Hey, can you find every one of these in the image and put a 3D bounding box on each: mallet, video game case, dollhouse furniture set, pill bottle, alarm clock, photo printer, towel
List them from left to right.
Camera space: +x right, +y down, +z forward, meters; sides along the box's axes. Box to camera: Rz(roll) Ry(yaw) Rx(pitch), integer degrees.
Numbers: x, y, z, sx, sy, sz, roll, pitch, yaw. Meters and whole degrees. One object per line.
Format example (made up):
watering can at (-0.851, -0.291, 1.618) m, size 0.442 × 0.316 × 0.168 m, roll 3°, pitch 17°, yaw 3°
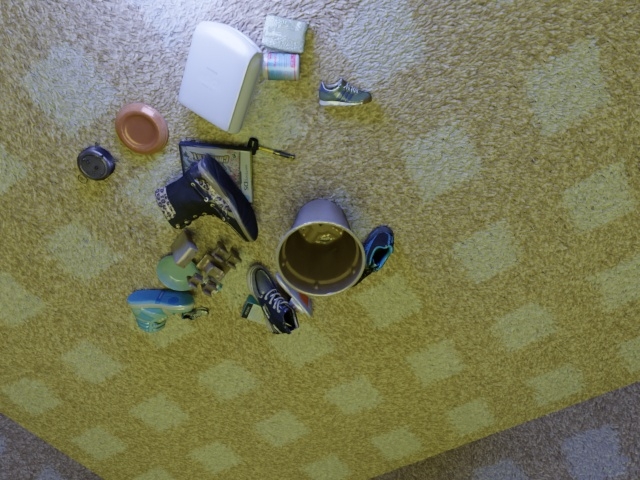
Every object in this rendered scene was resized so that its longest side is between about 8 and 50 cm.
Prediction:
alarm clock at (-0.893, -0.287, 1.724) m, size 0.192 × 0.064 × 0.129 m, roll -37°, pitch 114°, yaw 24°
dollhouse furniture set at (-0.507, 0.082, 1.898) m, size 0.212 × 0.161 × 0.242 m, roll -49°, pitch 127°, yaw 5°
video game case at (-0.403, -0.260, 1.726) m, size 0.274 × 0.035 × 0.249 m, roll 5°, pitch 130°, yaw -1°
photo printer at (-0.336, -0.557, 1.485) m, size 0.255 × 0.107 × 0.308 m, roll 34°, pitch 119°, yaw 12°
mallet at (-0.194, -0.337, 1.706) m, size 0.189 × 0.039 × 0.062 m, roll 19°, pitch 121°, yaw -16°
pill bottle at (-0.151, -0.598, 1.515) m, size 0.159 × 0.087 × 0.087 m, roll 1°, pitch 121°, yaw -1°
towel at (-0.120, -0.689, 1.475) m, size 0.147 × 0.027 × 0.110 m, roll 10°, pitch 100°, yaw -1°

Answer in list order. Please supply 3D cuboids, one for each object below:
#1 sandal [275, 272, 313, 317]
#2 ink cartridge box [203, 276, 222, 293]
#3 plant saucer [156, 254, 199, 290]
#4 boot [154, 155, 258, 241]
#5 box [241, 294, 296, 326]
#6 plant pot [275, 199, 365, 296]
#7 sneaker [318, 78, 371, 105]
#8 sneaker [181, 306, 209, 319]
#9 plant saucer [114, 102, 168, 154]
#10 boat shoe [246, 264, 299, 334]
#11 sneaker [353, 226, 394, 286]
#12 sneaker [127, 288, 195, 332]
sandal at (-0.134, 0.257, 2.030) m, size 0.076 × 0.102 × 0.265 m, roll -34°, pitch 107°, yaw 20°
ink cartridge box at (-0.501, 0.203, 2.032) m, size 0.048 × 0.028 × 0.083 m, roll -38°, pitch 114°, yaw 20°
plant saucer at (-0.640, 0.140, 1.990) m, size 0.194 × 0.037 × 0.195 m, roll 0°, pitch 120°, yaw 0°
boot at (-0.444, -0.116, 1.735) m, size 0.283 × 0.138 × 0.378 m, roll -22°, pitch 121°, yaw 19°
box at (-0.246, 0.349, 2.099) m, size 0.244 × 0.060 × 0.101 m, roll 21°, pitch 118°, yaw -12°
plant pot at (0.000, 0.000, 1.747) m, size 0.333 × 0.306 × 0.334 m, roll 0°, pitch 120°, yaw 0°
sneaker at (0.087, -0.531, 1.566) m, size 0.191 × 0.064 × 0.086 m, roll -2°, pitch 126°, yaw 5°
sneaker at (-0.603, 0.359, 2.109) m, size 0.135 × 0.058 × 0.052 m, roll -6°, pitch 121°, yaw 3°
plant saucer at (-0.677, -0.415, 1.658) m, size 0.199 × 0.037 × 0.200 m, roll 0°, pitch 121°, yaw 1°
boat shoe at (-0.202, 0.263, 1.951) m, size 0.158 × 0.127 × 0.341 m, roll -4°, pitch 114°, yaw 49°
sneaker at (0.192, 0.093, 1.898) m, size 0.124 × 0.140 × 0.341 m, roll 27°, pitch 119°, yaw -17°
sneaker at (-0.728, 0.342, 2.065) m, size 0.318 × 0.127 × 0.209 m, roll 3°, pitch 120°, yaw 10°
